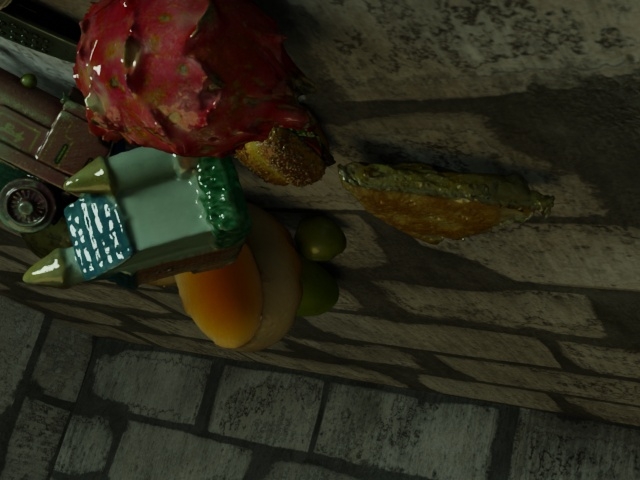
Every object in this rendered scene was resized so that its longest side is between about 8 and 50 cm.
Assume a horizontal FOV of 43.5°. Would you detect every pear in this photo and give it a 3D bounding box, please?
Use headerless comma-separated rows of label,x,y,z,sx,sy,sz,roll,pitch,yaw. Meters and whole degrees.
pear,0.000,0.000,1.472,0.096,0.092,0.092,15,162,3

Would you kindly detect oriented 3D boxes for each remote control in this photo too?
remote control,-0.394,-0.283,1.004,0.221,0.042,0.072,22,160,-18

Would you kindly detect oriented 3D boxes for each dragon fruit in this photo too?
dragon fruit,-0.128,-0.180,0.858,0.268,0.210,0.205,17,-158,2

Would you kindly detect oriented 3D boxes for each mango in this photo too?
mango,-0.060,0.100,1.747,0.175,0.143,0.293,6,170,32

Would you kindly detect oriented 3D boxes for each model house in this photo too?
model house,-0.289,-0.031,1.189,0.324,0.194,0.267,-19,172,-16

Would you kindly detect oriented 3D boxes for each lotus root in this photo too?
lotus root,-0.507,-0.027,1.713,0.309,0.173,0.173,-1,158,22

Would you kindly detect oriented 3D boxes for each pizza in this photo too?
pizza,0.202,-0.059,1.160,0.287,0.075,0.280,1,162,31

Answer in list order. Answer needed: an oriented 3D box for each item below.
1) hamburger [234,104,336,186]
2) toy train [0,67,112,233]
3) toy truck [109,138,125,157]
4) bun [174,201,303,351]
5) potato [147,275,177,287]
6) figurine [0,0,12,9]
hamburger,-0.061,-0.128,1.125,0.137,0.087,0.166,6,160,28
toy train,-0.459,-0.152,1.177,0.304,0.222,0.150,27,-167,-20
toy truck,-0.404,-0.121,1.365,0.208,0.126,0.113,20,157,-14
bun,-0.139,0.063,1.529,0.164,0.299,0.298,-14,-174,-43
potato,-0.387,0.056,1.918,0.178,0.109,0.118,15,141,-18
figurine,-0.423,-0.320,0.866,0.250,0.166,0.141,-34,91,33
